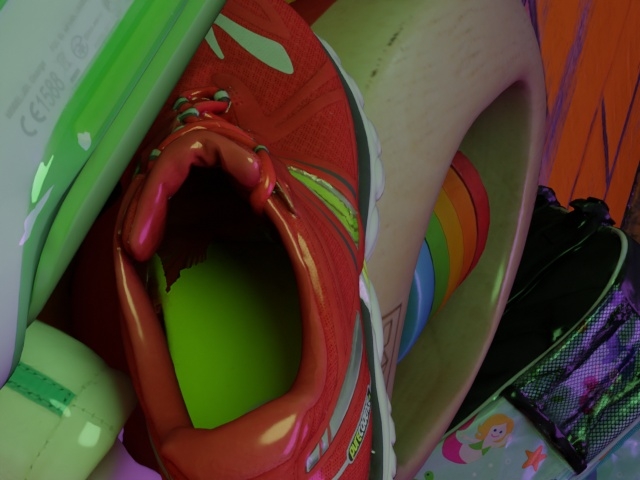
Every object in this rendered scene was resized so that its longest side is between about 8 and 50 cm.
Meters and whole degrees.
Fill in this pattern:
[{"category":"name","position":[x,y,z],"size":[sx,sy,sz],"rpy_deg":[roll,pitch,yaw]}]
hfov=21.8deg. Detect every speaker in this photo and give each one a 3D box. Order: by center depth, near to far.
[{"category":"speaker","position":[-0.102,-0.073,0.537],"size":[0.131,0.131,0.296],"rpy_deg":[84,25,-49]}]

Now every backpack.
[{"category":"backpack","position":[0.119,0.110,1.127],"size":[0.253,0.191,0.225],"rpy_deg":[-39,-162,-7]}]

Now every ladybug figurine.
[{"category":"ladybug figurine","position":[0.000,0.000,0.876],"size":[0.449,0.162,0.305],"rpy_deg":[-36,138,-67]}]

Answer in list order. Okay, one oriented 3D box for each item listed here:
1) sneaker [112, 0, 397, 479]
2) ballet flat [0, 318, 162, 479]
[{"category":"sneaker","position":[-0.029,-0.014,0.604],"size":[0.118,0.107,0.279],"rpy_deg":[67,7,-54]},{"category":"ballet flat","position":[-0.108,0.177,0.719],"size":[0.400,0.139,0.139],"rpy_deg":[86,24,-47]}]
